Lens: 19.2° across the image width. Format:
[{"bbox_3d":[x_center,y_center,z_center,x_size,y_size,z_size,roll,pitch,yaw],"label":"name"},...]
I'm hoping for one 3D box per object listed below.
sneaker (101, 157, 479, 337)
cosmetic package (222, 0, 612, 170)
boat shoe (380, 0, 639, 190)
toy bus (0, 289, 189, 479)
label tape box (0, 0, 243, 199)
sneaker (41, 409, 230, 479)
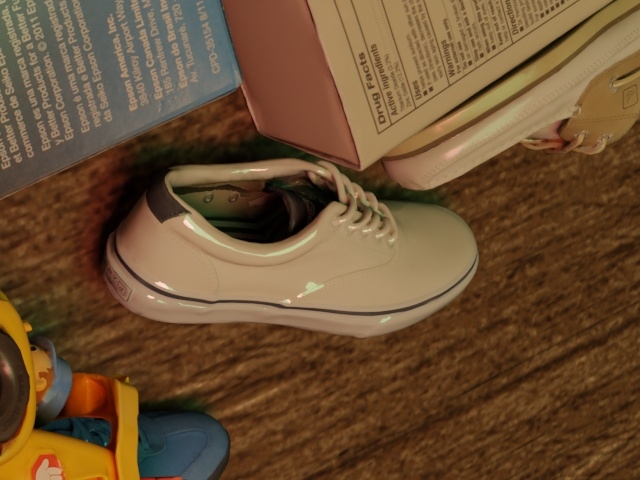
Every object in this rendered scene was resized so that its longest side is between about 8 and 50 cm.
[{"bbox_3d":[0.000,0.000,1.125,0.258,0.094,0.091,-4,144,-36],"label":"sneaker"},{"bbox_3d":[0.085,-0.192,1.134,0.309,0.113,0.160,-33,122,-24],"label":"cosmetic package"},{"bbox_3d":[0.160,-0.106,1.218,0.302,0.113,0.103,-35,117,-25],"label":"boat shoe"},{"bbox_3d":[-0.154,0.124,0.971,0.211,0.149,0.220,-1,84,-44],"label":"toy bus"},{"bbox_3d":[-0.224,-0.128,0.922,0.334,0.106,0.240,-27,119,-25],"label":"label tape box"},{"bbox_3d":[-0.141,0.126,1.086,0.209,0.069,0.082,-15,123,-31],"label":"sneaker"}]
